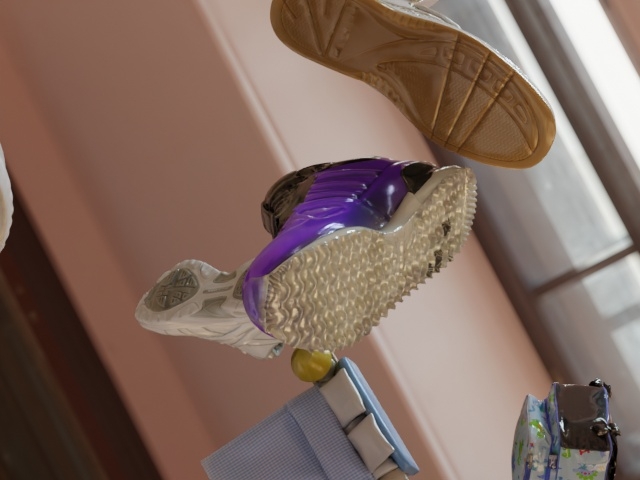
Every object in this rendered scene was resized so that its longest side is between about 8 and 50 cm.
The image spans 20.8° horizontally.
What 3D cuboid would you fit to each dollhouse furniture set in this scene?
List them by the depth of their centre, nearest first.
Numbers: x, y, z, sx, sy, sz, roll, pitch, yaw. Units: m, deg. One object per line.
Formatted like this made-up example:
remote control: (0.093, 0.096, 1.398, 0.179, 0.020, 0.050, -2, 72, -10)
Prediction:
dollhouse furniture set: (-0.050, 0.279, 1.726, 0.286, 0.303, 0.198, -32, -23, 6)

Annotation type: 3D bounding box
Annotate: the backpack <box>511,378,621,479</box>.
backpack: (0.203, 0.187, 1.467, 0.084, 0.114, 0.105, 3, 23, 3)

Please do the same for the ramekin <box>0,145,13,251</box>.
ramekin: (-0.379, -0.036, 1.589, 0.207, 0.207, 0.109, -27, 34, -13)

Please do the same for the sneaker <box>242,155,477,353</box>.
sneaker: (0.000, 0.001, 1.433, 0.146, 0.102, 0.293, 18, 26, 29)

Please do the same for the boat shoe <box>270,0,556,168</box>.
boat shoe: (0.092, -0.160, 1.535, 0.098, 0.277, 0.096, -61, -11, 21)

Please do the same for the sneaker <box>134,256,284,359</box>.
sneaker: (-0.092, 0.083, 1.796, 0.232, 0.115, 0.090, -3, 46, 40)

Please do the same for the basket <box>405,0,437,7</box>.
basket: (0.089, -0.310, 1.739, 0.167, 0.113, 0.103, -41, -26, -55)
